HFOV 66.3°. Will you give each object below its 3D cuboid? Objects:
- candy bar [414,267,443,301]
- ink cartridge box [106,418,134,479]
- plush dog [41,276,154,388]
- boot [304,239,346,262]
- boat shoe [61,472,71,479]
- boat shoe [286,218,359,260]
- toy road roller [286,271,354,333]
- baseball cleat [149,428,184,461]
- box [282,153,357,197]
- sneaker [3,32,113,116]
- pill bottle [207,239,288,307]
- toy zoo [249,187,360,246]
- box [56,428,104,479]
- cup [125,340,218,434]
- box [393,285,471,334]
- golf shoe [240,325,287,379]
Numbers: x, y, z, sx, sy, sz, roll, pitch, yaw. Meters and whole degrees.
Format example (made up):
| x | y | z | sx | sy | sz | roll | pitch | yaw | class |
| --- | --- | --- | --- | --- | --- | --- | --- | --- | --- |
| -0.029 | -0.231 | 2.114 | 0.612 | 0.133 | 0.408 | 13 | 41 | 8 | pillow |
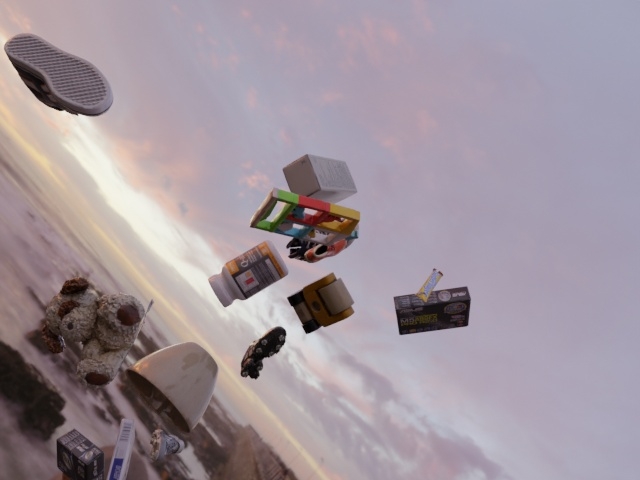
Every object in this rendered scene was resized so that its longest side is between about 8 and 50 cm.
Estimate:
| x | y | z | sx | sy | sz | roll | pitch | yaw | class |
| --- | --- | --- | --- | --- | --- | --- | --- | --- | --- |
| 0.334 | 0.136 | 1.501 | 0.040 | 0.161 | 0.018 | 33 | -47 | 15 | candy bar |
| -0.673 | 0.753 | 1.660 | 0.224 | 0.045 | 0.223 | 112 | -18 | -47 | ink cartridge box |
| -0.575 | 0.201 | 1.242 | 0.225 | 0.262 | 0.210 | 26 | 12 | -11 | plush dog |
| 0.029 | 0.025 | 1.610 | 0.059 | 0.158 | 0.084 | 61 | -24 | 5 | boot |
| -1.008 | 1.062 | 2.003 | 0.307 | 0.111 | 0.104 | 66 | 10 | 22 | boat shoe |
| 0.000 | 0.000 | 2.085 | 0.340 | 0.158 | 0.127 | -37 | -122 | 38 | boat shoe |
| 0.030 | 0.265 | 2.253 | 0.330 | 0.241 | 0.202 | -29 | -91 | 38 | toy road roller |
| -0.473 | 0.636 | 1.522 | 0.109 | 0.072 | 0.206 | 24 | -9 | -17 | baseball cleat |
| 0.005 | -0.225 | 1.850 | 0.121 | 0.311 | 0.148 | -25 | -100 | 28 | box |
| -0.614 | -0.377 | 1.193 | 0.321 | 0.126 | 0.127 | 36 | -25 | 16 | sneaker |
| -0.274 | 0.129 | 1.866 | 0.162 | 0.278 | 0.162 | 58 | -8 | 13 | pill bottle |
| -0.025 | -0.052 | 1.339 | 0.293 | 0.030 | 0.192 | 13 | -28 | -20 | toy zoo |
| -0.902 | 0.824 | 1.842 | 0.180 | 0.077 | 0.147 | 23 | -65 | 24 | box |
| -0.524 | 0.523 | 1.846 | 0.331 | 0.237 | 0.331 | 26 | -41 | 25 | cup |
| 0.417 | 0.268 | 1.837 | 0.216 | 0.270 | 0.060 | 73 | 11 | -53 | box |
| -0.241 | 0.429 | 1.972 | 0.105 | 0.273 | 0.120 | 30 | 18 | -30 | golf shoe |
